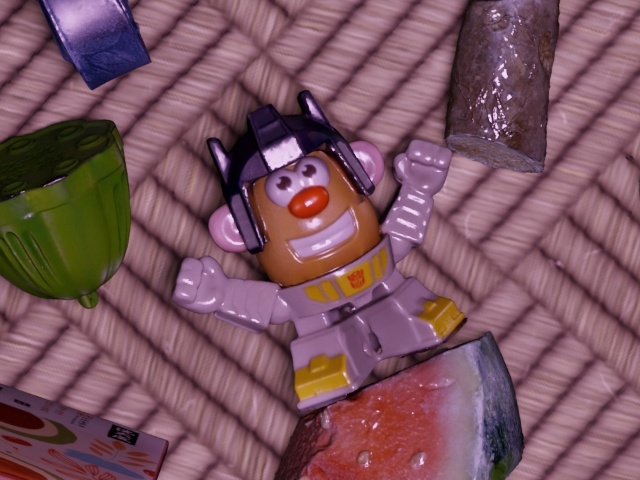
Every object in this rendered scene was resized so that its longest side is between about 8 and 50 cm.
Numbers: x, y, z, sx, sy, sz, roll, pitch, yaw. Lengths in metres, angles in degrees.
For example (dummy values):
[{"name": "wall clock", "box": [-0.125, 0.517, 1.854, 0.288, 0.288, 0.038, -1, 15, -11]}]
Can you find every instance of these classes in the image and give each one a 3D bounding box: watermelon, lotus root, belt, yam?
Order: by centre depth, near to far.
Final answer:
[{"name": "belt", "box": [-0.234, -0.241, 1.834, 0.082, 0.141, 0.190, -25, 93, -1]}, {"name": "lotus root", "box": [-0.250, -0.006, 1.852, 0.186, 0.186, 0.186, 0, 94, -1]}, {"name": "watermelon", "box": [0.059, 0.190, 1.869, 0.256, 0.193, 0.140, -16, 94, 14]}, {"name": "yam", "box": [0.178, -0.161, 1.870, 0.107, 0.107, 0.183, 8, 91, -2]}]

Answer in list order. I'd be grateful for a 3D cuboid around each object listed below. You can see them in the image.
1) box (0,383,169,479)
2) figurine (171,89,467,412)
[{"name": "box", "box": [-0.328, 0.213, 1.744, 0.344, 0.385, 0.122, 19, 94, -2]}, {"name": "figurine", "box": [-0.004, 0.002, 1.854, 0.308, 0.143, 0.308, 7, 75, -30]}]
